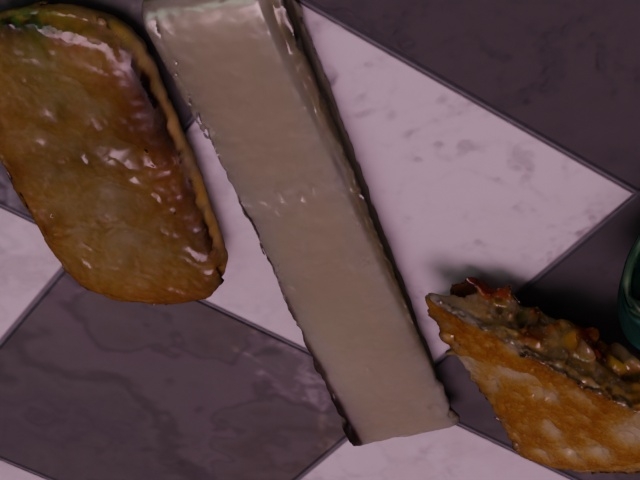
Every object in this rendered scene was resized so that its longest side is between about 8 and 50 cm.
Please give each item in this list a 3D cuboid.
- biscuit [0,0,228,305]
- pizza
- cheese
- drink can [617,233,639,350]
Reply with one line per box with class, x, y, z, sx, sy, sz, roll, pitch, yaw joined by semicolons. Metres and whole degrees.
biscuit;-0.132;-0.045;0.978;0.118;0.029;0.247;-1;137;16
pizza;0.148;0.079;1.054;0.199;0.062;0.188;39;151;-20
cheese;0.001;-0.002;1.009;0.085;0.034;0.400;-14;134;12
drink can;0.283;0.056;0.981;0.205;0.118;0.118;32;130;-24
